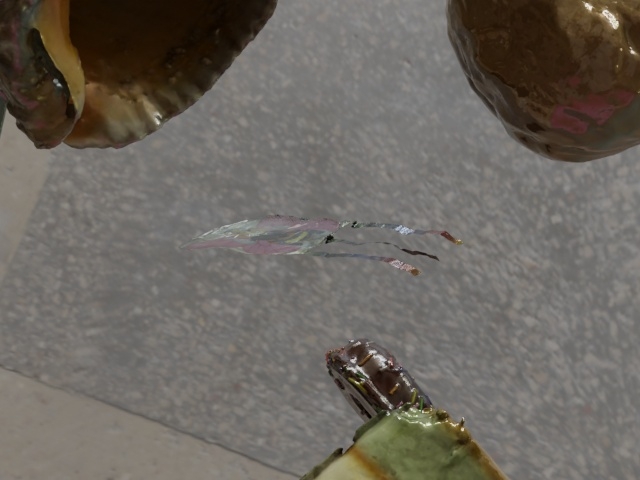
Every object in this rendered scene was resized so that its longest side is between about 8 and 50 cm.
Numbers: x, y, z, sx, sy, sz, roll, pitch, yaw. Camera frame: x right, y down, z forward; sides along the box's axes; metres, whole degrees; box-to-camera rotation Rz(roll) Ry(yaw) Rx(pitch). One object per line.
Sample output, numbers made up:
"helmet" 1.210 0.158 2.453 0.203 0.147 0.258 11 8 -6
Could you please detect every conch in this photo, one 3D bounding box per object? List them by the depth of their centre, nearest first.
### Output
"conch" -0.180 -0.261 0.901 0.297 0.352 0.210 1 31 -17

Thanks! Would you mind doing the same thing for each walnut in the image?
"walnut" 0.352 -0.291 1.554 0.384 0.383 0.383 -4 74 16

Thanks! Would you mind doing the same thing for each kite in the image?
"kite" 0.000 -0.004 1.431 0.361 0.204 0.022 6 108 33

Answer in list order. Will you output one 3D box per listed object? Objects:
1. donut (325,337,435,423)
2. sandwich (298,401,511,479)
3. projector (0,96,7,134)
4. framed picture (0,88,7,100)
"donut" 0.102 0.247 1.777 0.089 0.235 0.235 -40 67 -10
"sandwich" 0.085 0.231 0.587 0.155 0.227 0.198 -39 51 -15
"projector" -0.382 -0.213 1.153 0.198 0.108 0.250 37 113 56
"framed picture" -0.283 -0.160 0.972 0.007 0.066 0.089 -31 38 17
